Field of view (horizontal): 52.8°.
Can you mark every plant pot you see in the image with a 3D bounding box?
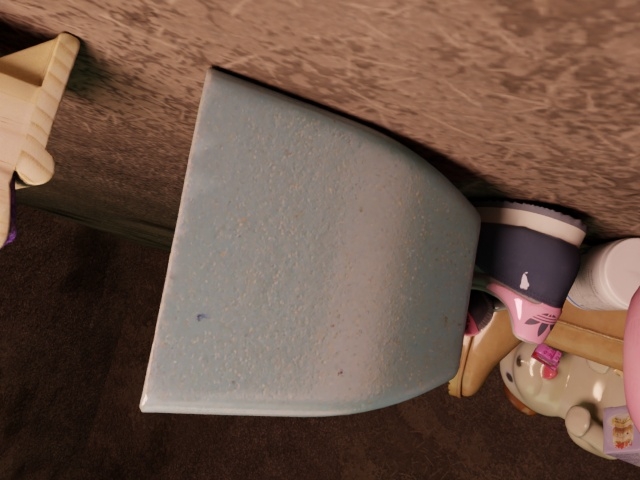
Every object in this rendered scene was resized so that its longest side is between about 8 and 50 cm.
[{"bbox_3d":[-0.006,0.028,0.582,0.252,0.247,0.247,12,173,-11],"label":"plant pot"}]

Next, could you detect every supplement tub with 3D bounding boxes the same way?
[{"bbox_3d":[0.296,0.036,0.656,0.071,0.071,0.107,15,172,-2],"label":"supplement tub"}]

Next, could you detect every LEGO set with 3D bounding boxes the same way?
[{"bbox_3d":[0.353,0.129,1.153,0.227,0.087,0.093,33,168,8],"label":"LEGO set"}]

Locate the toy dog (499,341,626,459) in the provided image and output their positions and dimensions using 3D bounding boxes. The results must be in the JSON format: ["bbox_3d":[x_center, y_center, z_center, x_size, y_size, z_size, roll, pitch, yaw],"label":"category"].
[{"bbox_3d":[0.566,0.264,1.275,0.408,0.284,0.395,13,-167,20],"label":"toy dog"}]

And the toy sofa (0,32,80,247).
[{"bbox_3d":[-0.371,-0.117,0.432,0.363,0.177,0.150,19,172,-34],"label":"toy sofa"}]

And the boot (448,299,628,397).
[{"bbox_3d":[0.306,0.129,0.788,0.270,0.236,0.089,15,-154,16],"label":"boot"}]

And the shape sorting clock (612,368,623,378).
[{"bbox_3d":[0.421,0.148,0.897,0.206,0.206,0.040,21,133,-40],"label":"shape sorting clock"}]

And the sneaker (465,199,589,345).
[{"bbox_3d":[0.138,0.033,0.706,0.112,0.131,0.319,18,172,-22],"label":"sneaker"}]

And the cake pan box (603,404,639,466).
[{"bbox_3d":[0.518,0.245,0.748,0.246,0.070,0.267,21,154,-14],"label":"cake pan box"}]

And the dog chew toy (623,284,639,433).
[{"bbox_3d":[0.401,0.097,0.449,0.332,0.206,0.207,0,165,36],"label":"dog chew toy"}]
